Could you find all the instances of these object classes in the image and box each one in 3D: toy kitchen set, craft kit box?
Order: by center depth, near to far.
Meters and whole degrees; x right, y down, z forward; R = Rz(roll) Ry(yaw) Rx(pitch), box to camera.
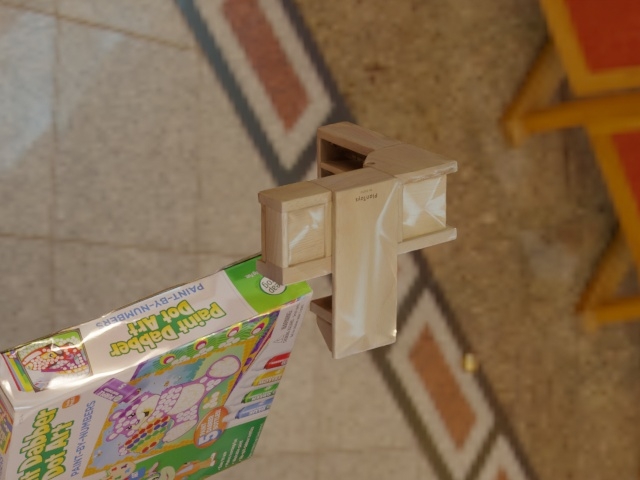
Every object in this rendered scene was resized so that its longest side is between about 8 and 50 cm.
[{"bbox_3d":[0.000,0.000,0.686,0.083,0.075,0.068,-14,114,-33],"label":"toy kitchen set"},{"bbox_3d":[-0.143,0.131,1.308,0.246,0.061,0.250,-19,150,-27],"label":"craft kit box"}]
